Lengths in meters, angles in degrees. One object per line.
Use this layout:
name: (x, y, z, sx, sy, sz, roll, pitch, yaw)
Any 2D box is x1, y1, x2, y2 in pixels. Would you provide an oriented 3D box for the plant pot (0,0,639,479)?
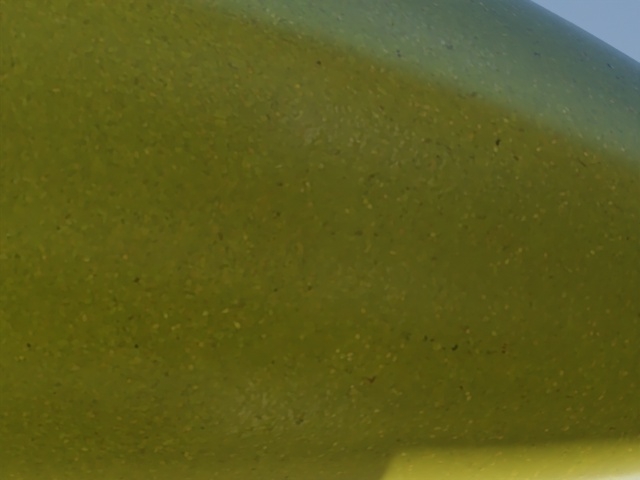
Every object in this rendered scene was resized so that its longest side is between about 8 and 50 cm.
plant pot: (0.000, 0.000, 0.686, 0.293, 0.275, 0.275, 11, -62, -7)
